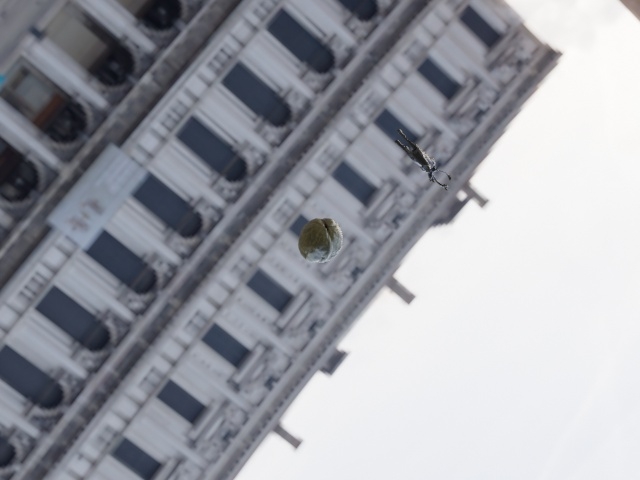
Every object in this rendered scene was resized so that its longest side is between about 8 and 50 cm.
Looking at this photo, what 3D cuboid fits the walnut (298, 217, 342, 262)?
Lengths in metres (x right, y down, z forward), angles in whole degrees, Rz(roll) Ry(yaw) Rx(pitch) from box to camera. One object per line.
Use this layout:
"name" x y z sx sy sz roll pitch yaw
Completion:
"walnut" 0.000 0.000 2.151 0.092 0.092 0.092 -44 -163 17

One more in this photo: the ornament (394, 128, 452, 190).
"ornament" 0.164 -0.118 1.744 0.028 0.073 0.125 -46 -126 8
